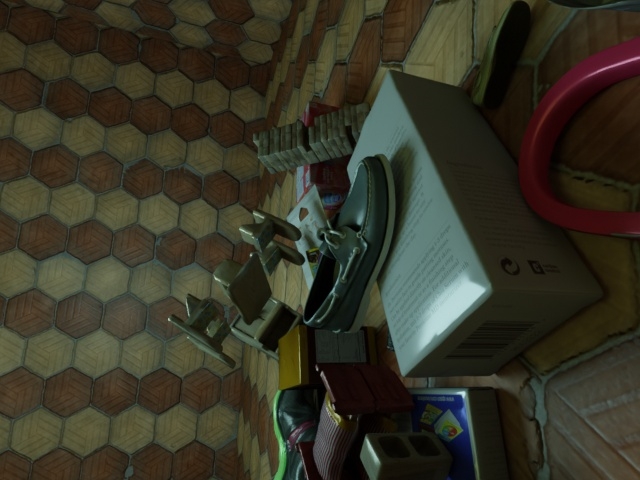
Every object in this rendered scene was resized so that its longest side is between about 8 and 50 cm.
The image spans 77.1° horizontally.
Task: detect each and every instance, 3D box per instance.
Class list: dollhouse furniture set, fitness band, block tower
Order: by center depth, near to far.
[{"bbox_3d":[0.334,-0.104,0.410,0.291,0.054,0.209,-159,79,-70],"label":"fitness band"},{"bbox_3d":[0.090,0.374,0.601,0.374,0.152,0.201,-130,50,-65],"label":"dollhouse furniture set"},{"bbox_3d":[-0.017,-0.277,1.116,0.091,0.335,0.097,48,-144,-60],"label":"block tower"},{"bbox_3d":[-0.145,0.194,1.120,0.362,0.256,0.394,-56,-20,-26],"label":"dollhouse furniture set"}]

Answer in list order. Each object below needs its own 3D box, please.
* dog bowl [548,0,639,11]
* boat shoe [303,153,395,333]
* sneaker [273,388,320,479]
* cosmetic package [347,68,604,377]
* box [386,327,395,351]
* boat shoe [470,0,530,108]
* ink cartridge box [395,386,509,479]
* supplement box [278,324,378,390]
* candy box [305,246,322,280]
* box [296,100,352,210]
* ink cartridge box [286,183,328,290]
[{"bbox_3d":[0.354,-0.383,0.355,0.349,0.102,0.349,-174,90,-71],"label":"dog bowl"},{"bbox_3d":[0.040,0.015,0.655,0.116,0.099,0.319,-116,33,-61],"label":"boat shoe"},{"bbox_3d":[-0.019,0.564,1.100,0.202,0.185,0.483,-30,36,21],"label":"sneaker"},{"bbox_3d":[0.185,-0.044,0.642,0.230,0.161,0.453,114,154,-46],"label":"cosmetic package"},{"bbox_3d":[0.167,0.201,0.840,0.083,0.018,0.067,166,109,-70],"label":"box"},{"bbox_3d":[0.276,-0.288,0.629,0.048,0.056,0.153,-125,37,-57],"label":"boat shoe"},{"bbox_3d":[0.184,0.403,0.658,0.303,0.072,0.307,138,133,-61],"label":"ink cartridge box"},{"bbox_3d":[0.013,0.293,0.990,0.191,0.194,0.129,130,141,-59],"label":"supplement box"},{"bbox_3d":[0.017,0.066,1.094,0.206,0.027,0.105,-19,89,67],"label":"candy box"},{"bbox_3d":[0.008,-0.263,1.269,0.154,0.142,0.300,131,142,-60],"label":"box"},{"bbox_3d":[0.000,0.000,1.213,0.296,0.066,0.261,-38,67,64],"label":"ink cartridge box"}]
